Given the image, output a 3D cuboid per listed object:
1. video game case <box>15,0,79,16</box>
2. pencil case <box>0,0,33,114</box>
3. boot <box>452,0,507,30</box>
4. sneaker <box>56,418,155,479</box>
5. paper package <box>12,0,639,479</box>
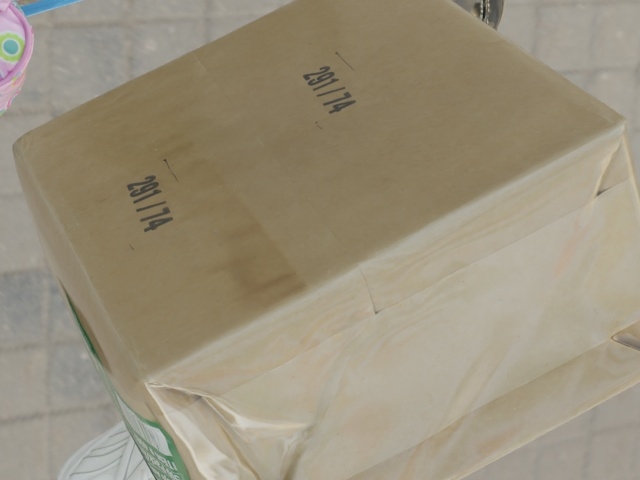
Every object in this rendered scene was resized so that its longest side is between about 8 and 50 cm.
[{"bbox_3d":[-0.330,-0.288,1.802,0.119,0.166,0.015,-17,106,0],"label":"video game case"},{"bbox_3d":[-0.356,-0.190,1.537,0.124,0.284,0.124,0,90,-11],"label":"pencil case"},{"bbox_3d":[0.115,-0.137,1.679,0.138,0.377,0.284,11,61,-2],"label":"boot"},{"bbox_3d":[-0.138,0.187,1.255,0.090,0.115,0.232,46,62,-30],"label":"sneaker"},{"bbox_3d":[0.000,0.000,0.913,0.309,0.325,0.168,-28,125,-10],"label":"paper package"}]
